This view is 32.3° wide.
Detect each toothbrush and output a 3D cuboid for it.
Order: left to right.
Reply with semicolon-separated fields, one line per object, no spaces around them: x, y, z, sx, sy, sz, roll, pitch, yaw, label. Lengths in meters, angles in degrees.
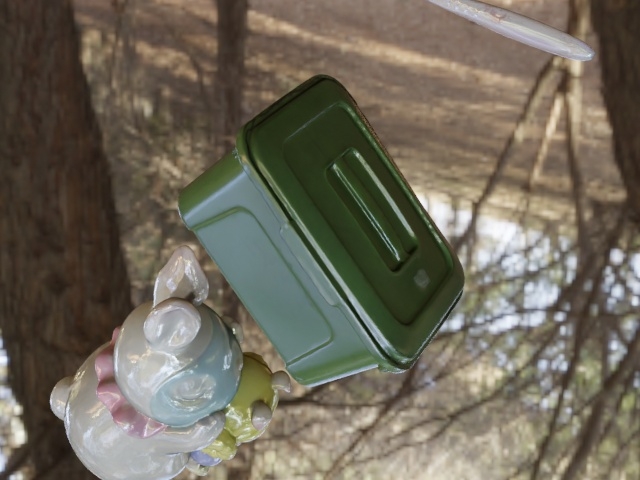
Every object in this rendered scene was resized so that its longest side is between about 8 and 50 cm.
0.129;-0.238;1.105;0.307;0.025;0.029;26;-148;20;toothbrush

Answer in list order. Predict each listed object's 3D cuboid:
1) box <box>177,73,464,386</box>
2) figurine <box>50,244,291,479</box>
0.000;0.000;1.311;0.178;0.328;0.253;-31;-173;34;box
-0.105;0.107;0.865;0.155;0.235;0.127;35;-132;-9;figurine
